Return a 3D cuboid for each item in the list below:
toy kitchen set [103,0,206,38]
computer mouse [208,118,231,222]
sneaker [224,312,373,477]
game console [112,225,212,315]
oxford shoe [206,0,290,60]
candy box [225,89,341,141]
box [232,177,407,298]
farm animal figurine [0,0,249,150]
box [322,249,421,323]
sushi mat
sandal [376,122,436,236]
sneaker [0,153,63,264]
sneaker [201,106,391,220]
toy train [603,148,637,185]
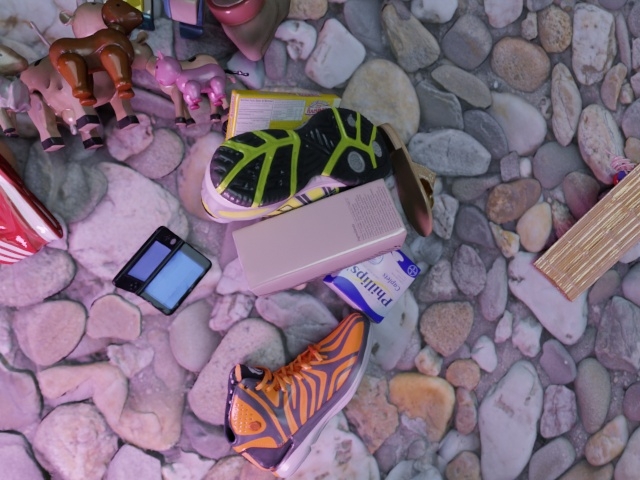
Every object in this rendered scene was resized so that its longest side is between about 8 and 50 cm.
[{"bbox_3d":[-0.266,-0.379,0.623,0.166,0.207,0.122,6,86,-15],"label":"toy kitchen set"},{"bbox_3d":[-0.150,-0.124,0.733,0.106,0.042,0.193,20,83,-15],"label":"computer mouse"},{"bbox_3d":[-0.049,0.238,0.708,0.180,0.124,0.321,37,79,-13],"label":"sneaker"},{"bbox_3d":[-0.262,0.054,0.684,0.071,0.107,0.122,34,78,17],"label":"game console"},{"bbox_3d":[-0.103,-0.485,0.736,0.123,0.130,0.348,11,68,18],"label":"oxford shoe"},{"bbox_3d":[-0.062,-0.204,0.706,0.206,0.027,0.105,-11,133,-35],"label":"candy box"},{"bbox_3d":[0.000,0.000,0.701,0.275,0.094,0.113,-19,72,-1],"label":"box"},{"bbox_3d":[-0.314,-0.254,0.606,0.327,0.330,0.172,-16,96,13],"label":"farm animal figurine"},{"bbox_3d":[0.098,0.068,0.782,0.126,0.072,0.137,42,79,-10],"label":"box"},{"bbox_3d":[0.640,-0.013,0.912,0.151,0.019,0.316,42,97,-12],"label":"sushi mat"},{"bbox_3d":[0.194,-0.132,0.810,0.079,0.088,0.240,-25,89,-18],"label":"sandal"},{"bbox_3d":[-0.516,-0.059,0.607,0.128,0.087,0.221,-39,97,-15],"label":"sneaker"},{"bbox_3d":[-0.034,-0.131,0.706,0.385,0.147,0.145,-16,86,-37],"label":"sneaker"},{"bbox_3d":[0.722,-0.097,0.956,0.248,0.105,0.143,23,96,-14],"label":"toy train"}]
